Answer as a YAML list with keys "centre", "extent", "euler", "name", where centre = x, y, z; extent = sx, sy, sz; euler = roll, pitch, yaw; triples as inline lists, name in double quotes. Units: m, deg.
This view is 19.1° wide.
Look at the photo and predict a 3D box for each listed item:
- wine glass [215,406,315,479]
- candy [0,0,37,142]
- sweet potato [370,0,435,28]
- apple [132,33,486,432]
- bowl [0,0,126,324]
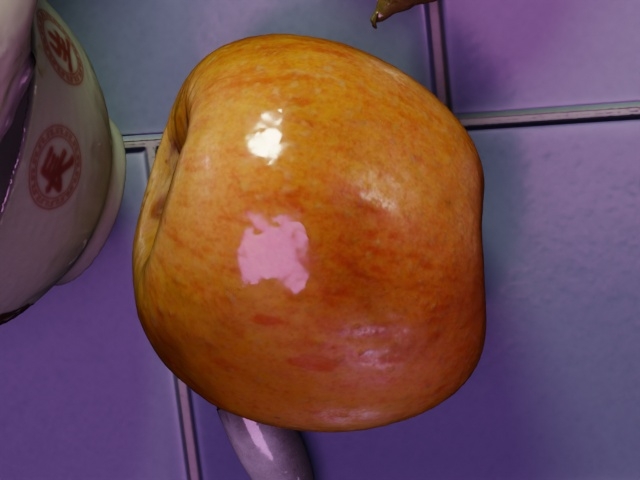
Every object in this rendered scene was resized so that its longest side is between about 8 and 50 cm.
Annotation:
- centre: [-0.020, 0.215, 1.626]
  extent: [0.066, 0.066, 0.198]
  euler: [-25, 99, 17]
  name: "wine glass"
- centre: [-0.362, -0.127, 1.406]
  extent: [0.186, 0.386, 0.427]
  euler: [13, 97, -36]
  name: "candy"
- centre: [0.142, -0.256, 1.455]
  extent: [0.269, 0.075, 0.075]
  euler: [-31, 98, 7]
  name: "sweet potato"
- centre: [0.000, 0.000, 1.448]
  extent: [0.275, 0.299, 0.299]
  euler: [12, 108, -7]
  name: "apple"
- centre: [-0.259, -0.051, 1.517]
  extent: [0.157, 0.337, 0.337]
  euler: [18, 114, -36]
  name: "bowl"
